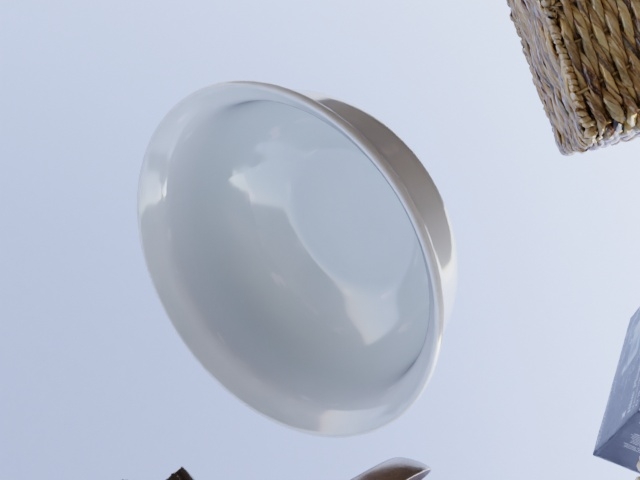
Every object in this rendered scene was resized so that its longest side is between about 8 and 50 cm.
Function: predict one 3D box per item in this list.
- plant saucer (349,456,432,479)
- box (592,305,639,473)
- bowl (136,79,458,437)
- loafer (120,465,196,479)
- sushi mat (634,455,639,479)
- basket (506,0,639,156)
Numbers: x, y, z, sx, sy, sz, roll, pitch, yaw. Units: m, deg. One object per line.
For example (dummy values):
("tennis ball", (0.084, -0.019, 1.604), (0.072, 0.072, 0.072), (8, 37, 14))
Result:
("plant saucer", (0.032, 0.419, 1.572), (0.310, 0.310, 0.050), (-14, -115, -46))
("box", (0.325, 0.122, 0.917), (0.093, 0.158, 0.156), (19, -114, 9))
("bowl", (0.000, 0.000, 0.834), (0.298, 0.298, 0.134), (48, -139, 10))
("loafer", (-0.247, 0.345, 1.306), (0.080, 0.220, 0.078), (6, -116, -81))
("sushi mat", (0.164, 0.207, 0.318), (0.019, 0.152, 0.316), (6, -155, -21))
("basket", (0.325, -0.258, 1.080), (0.213, 0.223, 0.299), (7, -116, -85))
